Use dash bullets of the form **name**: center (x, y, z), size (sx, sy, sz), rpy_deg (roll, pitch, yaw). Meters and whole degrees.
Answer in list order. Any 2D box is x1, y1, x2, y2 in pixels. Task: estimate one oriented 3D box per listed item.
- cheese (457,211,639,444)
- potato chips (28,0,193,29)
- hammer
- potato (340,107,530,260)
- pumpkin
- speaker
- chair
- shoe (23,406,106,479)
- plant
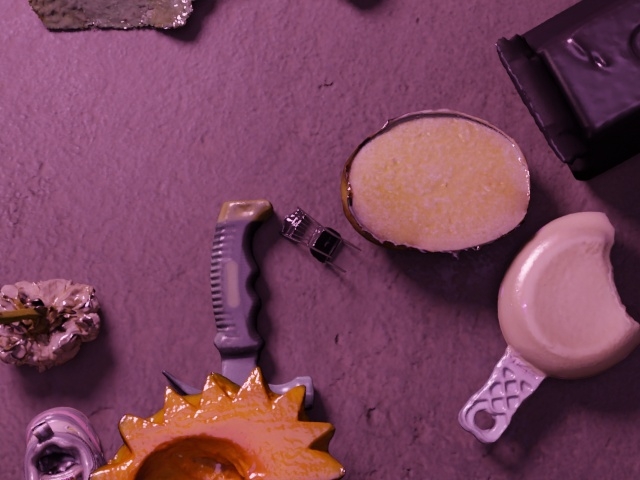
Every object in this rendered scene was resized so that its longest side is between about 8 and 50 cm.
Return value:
- **cheese**: center (0.226, 0.086, 1.577), size (0.249, 0.071, 0.163), rpy_deg (-32, 86, -4)
- **potato chips**: center (-0.200, -0.296, 1.614), size (0.167, 0.059, 0.228), rpy_deg (45, 84, -8)
- **hammer**: center (-0.086, 0.070, 1.585), size (0.159, 0.041, 0.226), rpy_deg (0, 85, -3)
- **potato**: center (0.120, -0.049, 1.586), size (0.200, 0.081, 0.164), rpy_deg (-5, 76, -5)
- **pumpkin**: center (-0.108, 0.219, 1.538), size (0.254, 0.149, 0.130), rpy_deg (-8, 64, -3)
- **speaker**: center (0.364, -0.211, 1.555), size (0.388, 0.184, 0.180), rpy_deg (-30, 85, -5)
- **chair**: center (0.000, 0.000, 1.601), size (0.086, 0.042, 0.037), rpy_deg (31, 84, 39)
- **shoe**: center (-0.250, 0.257, 1.535), size (0.089, 0.092, 0.180), rpy_deg (-20, 86, -3)
- **plant**: center (-0.291, 0.076, 1.544), size (0.116, 0.122, 0.104), rpy_deg (-27, 74, 3)
